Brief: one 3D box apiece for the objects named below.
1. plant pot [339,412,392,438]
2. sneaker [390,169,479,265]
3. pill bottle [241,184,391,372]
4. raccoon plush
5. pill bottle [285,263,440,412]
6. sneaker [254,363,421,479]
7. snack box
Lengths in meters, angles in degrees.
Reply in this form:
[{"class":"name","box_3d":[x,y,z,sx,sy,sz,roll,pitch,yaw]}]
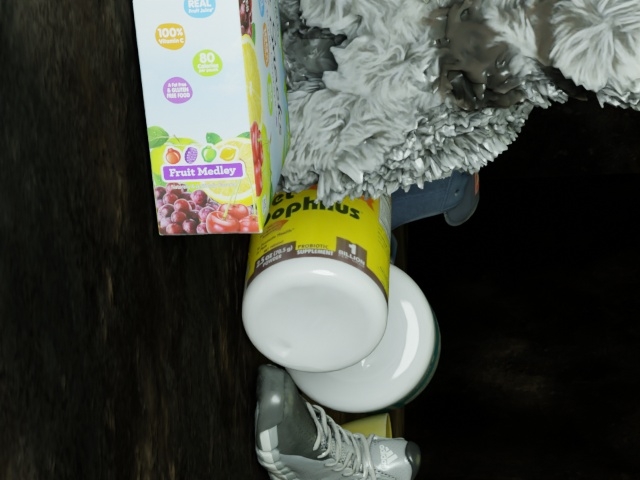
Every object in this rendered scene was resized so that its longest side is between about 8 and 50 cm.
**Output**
[{"class":"plant pot","box_3d":[0.020,0.233,1.658,0.134,0.095,0.134,-3,90,-84]},{"class":"sneaker","box_3d":[0.122,-0.108,1.667,0.350,0.148,0.131,-45,-163,34]},{"class":"pill bottle","box_3d":[0.000,0.000,1.446,0.215,0.117,0.117,-86,172,-51]},{"class":"raccoon plush","box_3d":[0.131,-0.110,1.306,0.299,0.446,0.216,2,105,-57]},{"class":"pill bottle","box_3d":[0.043,0.098,1.704,0.264,0.146,0.146,50,38,-82]},{"class":"sneaker","box_3d":[0.018,0.169,1.475,0.228,0.132,0.086,79,10,-59]},{"class":"snack box","box_3d":[-0.066,-0.129,1.077,0.174,0.070,0.207,-76,164,-69]}]
